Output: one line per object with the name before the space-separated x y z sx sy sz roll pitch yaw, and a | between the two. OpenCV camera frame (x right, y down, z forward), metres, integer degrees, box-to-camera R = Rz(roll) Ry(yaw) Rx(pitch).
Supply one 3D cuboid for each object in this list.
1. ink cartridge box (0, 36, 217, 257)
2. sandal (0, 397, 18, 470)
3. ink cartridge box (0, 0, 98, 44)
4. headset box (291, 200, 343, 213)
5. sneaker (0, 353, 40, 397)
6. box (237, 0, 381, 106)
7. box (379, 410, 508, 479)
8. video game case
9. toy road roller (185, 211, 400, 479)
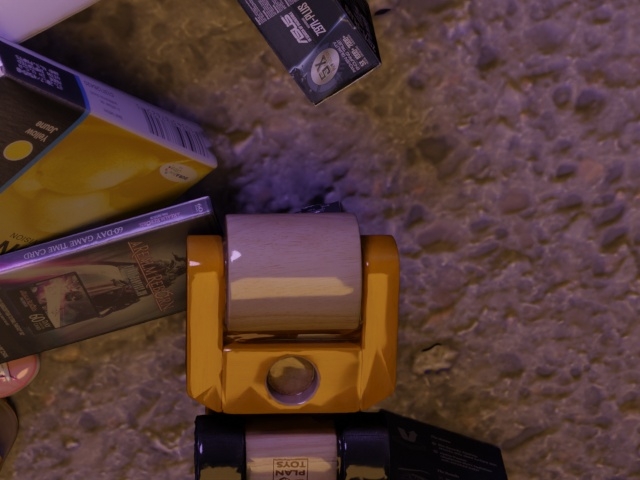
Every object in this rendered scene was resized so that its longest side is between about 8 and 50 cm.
ink cartridge box | -0.306 -0.042 1.570 0.307 0.072 0.303 -40 149 20
sandal | -0.388 0.246 1.837 0.072 0.049 0.180 20 112 -15
ink cartridge box | -0.218 -0.374 1.423 0.394 0.166 0.285 -26 119 10
headset box | 0.000 0.000 1.731 0.062 0.032 0.083 -15 119 4
sneaker | -0.371 0.147 1.765 0.134 0.070 0.051 -17 79 9
box | -0.026 -0.239 1.526 0.077 0.147 0.180 -31 118 13
box | 0.126 0.288 1.833 0.156 0.158 0.093 19 116 -14
video game case | -0.226 0.044 1.674 0.274 0.026 0.196 -15 153 -1
toy road roller | -0.038 0.108 1.684 0.202 0.240 0.330 0 111 -6
